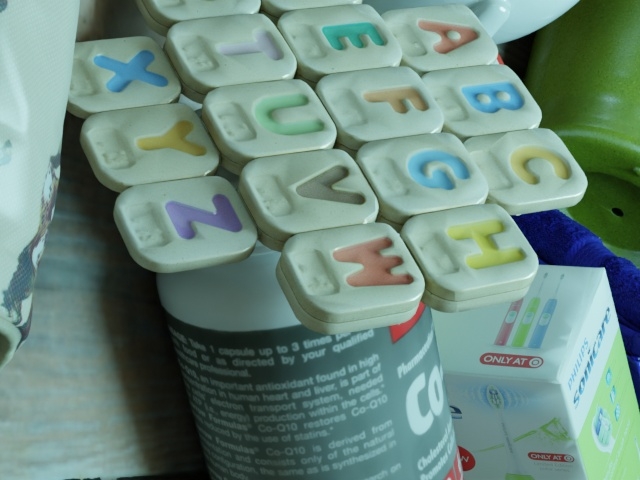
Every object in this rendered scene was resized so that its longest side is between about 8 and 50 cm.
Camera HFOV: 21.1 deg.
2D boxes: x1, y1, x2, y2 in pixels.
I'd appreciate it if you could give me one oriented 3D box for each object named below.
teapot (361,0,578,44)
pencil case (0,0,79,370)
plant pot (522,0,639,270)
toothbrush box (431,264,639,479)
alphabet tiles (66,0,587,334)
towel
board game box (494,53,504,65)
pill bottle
[{"bbox_3d":[0.065,-0.226,1.178,0.252,0.187,0.256,54,44,-7],"label":"teapot"},{"bbox_3d":[-0.179,-0.151,0.692,0.183,0.160,0.410,20,71,-51],"label":"pencil case"},{"bbox_3d":[0.348,-0.145,1.676,0.353,0.366,0.366,-58,142,-31],"label":"plant pot"},{"bbox_3d":[0.129,0.154,1.311,0.122,0.206,0.283,-61,144,-41],"label":"toothbrush box"},{"bbox_3d":[0.002,-0.068,0.958,0.284,0.278,0.021,61,-32,35],"label":"alphabet tiles"},{"bbox_3d":[0.222,0.098,1.483,0.076,0.308,0.227,-19,120,-16],"label":"towel"},{"bbox_3d":[0.084,-0.081,1.318,0.147,0.045,0.193,-46,144,-4],"label":"board game box"},{"bbox_3d":[-0.009,0.061,1.064,0.161,0.161,0.283,-53,137,-52],"label":"pill bottle"}]
